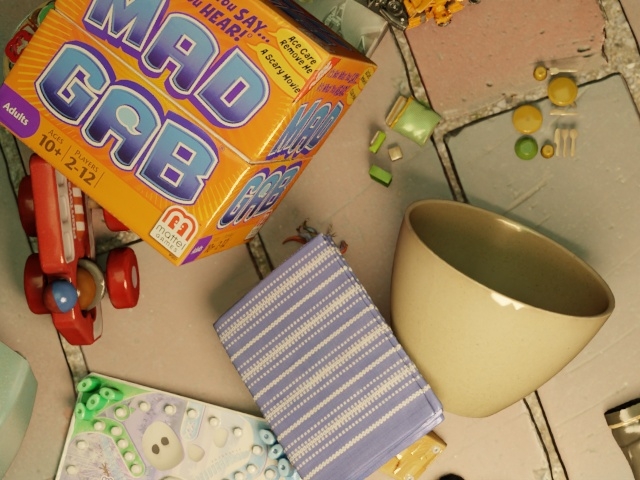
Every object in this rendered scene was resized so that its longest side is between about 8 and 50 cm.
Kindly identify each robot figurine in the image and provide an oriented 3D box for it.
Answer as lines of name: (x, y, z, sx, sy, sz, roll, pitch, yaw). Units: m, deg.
robot figurine: (0.140, -0.469, 1.971, 0.211, 0.085, 0.291, -21, 82, -13)

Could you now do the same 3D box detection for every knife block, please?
knife block: (0.044, 0.238, 1.909, 0.275, 0.242, 0.088, 33, 103, -36)

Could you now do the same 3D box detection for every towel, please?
towel: (0.007, 0.186, 1.793, 0.243, 0.040, 0.336, -40, 66, 16)

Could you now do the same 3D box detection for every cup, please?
cup: (0.233, 0.119, 1.817, 0.331, 0.331, 0.237, 26, 112, 6)

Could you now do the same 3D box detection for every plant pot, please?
plant pot: (-0.572, 0.256, 1.872, 0.247, 0.247, 0.252, 34, 70, 7)

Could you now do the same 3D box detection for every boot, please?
boot: (0.553, 0.295, 1.877, 0.197, 0.077, 0.137, -21, 87, 14)

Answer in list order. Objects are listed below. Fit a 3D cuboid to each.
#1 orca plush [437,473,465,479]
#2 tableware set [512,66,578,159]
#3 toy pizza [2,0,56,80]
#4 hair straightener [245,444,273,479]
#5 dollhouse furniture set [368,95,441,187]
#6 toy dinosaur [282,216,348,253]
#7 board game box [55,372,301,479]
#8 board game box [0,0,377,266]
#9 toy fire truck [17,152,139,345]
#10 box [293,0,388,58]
orca plush: (0.154, 0.496, 1.858, 0.151, 0.102, 0.287, 36, 87, 7)
tableware set: (0.361, -0.205, 1.968, 0.104, 0.024, 0.154, 2, 85, 7)
toy pizza: (-0.437, -0.314, 1.991, 0.201, 0.032, 0.201, -9, 67, 21)
hair straightener: (-0.123, 0.418, 1.911, 0.089, 0.047, 0.230, 18, 90, 7)
dollhouse furniture set: (0.127, -0.162, 1.958, 0.076, 0.058, 0.152, 31, 86, 6)
toy dinosaur: (0.000, 0.000, 1.969, 0.082, 0.047, 0.090, 46, 121, -1)
board game box: (-0.245, 0.437, 1.891, 0.390, 0.050, 0.390, 13, 85, 13)
board game box: (-0.187, -0.225, 1.799, 0.356, 0.356, 0.356, 38, 103, 7)
toy fire truck: (-0.384, 0.013, 1.863, 0.169, 0.254, 0.302, -3, 95, 4)
box: (-0.032, -0.332, 1.990, 0.231, 0.056, 0.183, 33, 87, 7)
